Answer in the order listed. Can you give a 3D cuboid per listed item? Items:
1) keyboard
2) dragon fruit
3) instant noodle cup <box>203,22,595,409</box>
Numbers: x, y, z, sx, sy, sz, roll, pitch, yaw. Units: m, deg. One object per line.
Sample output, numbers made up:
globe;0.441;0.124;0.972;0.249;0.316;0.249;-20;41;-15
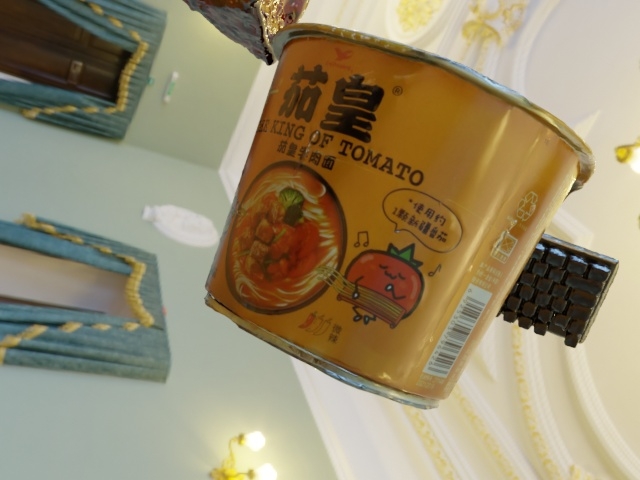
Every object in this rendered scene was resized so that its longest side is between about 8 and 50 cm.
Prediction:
keyboard;0.091;0.005;0.599;0.027;0.317;0.106;-48;152;-47
dragon fruit;-0.027;-0.258;0.593;0.092;0.122;0.192;-10;-139;54
instant noodle cup;0.035;-0.008;0.420;0.216;0.216;0.172;22;-93;63
